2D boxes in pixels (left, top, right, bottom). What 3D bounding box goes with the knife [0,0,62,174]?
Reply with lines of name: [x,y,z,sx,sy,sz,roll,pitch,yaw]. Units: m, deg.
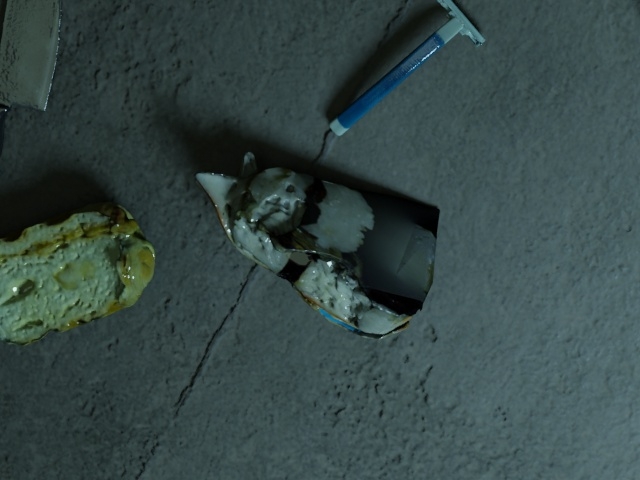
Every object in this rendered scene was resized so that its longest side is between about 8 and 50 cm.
knife: [-0.336,-0.177,1.994,0.072,0.019,0.245,17,104,10]

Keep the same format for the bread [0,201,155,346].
bread: [-0.287,0.037,1.997,0.232,0.088,0.128,-19,88,25]

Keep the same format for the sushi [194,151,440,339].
sushi: [-0.014,0.009,1.901,0.273,0.134,0.109,17,138,1]

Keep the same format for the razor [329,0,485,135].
razor: [0.080,-0.174,1.868,0.191,0.037,0.068,-40,91,20]
